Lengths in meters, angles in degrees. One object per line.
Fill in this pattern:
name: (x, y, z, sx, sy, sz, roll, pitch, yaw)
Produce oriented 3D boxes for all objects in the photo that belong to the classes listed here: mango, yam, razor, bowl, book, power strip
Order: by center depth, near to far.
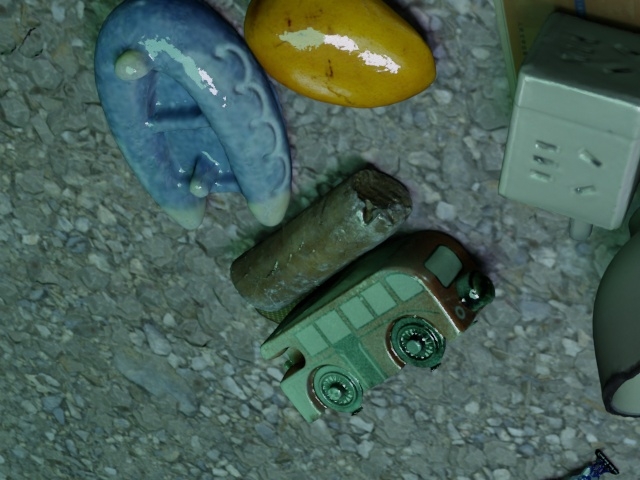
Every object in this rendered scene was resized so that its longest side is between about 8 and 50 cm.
bowl: (0.432, 0.036, 1.509, 0.354, 0.354, 0.185, -38, 59, 41)
power strip: (0.272, -0.103, 1.530, 0.140, 0.139, 0.224, 17, 132, 13)
book: (0.305, -0.213, 1.533, 0.242, 0.018, 0.170, 2, 126, 25)
mango: (0.023, -0.215, 1.605, 0.219, 0.112, 0.144, 24, 130, 2)
yam: (0.000, 0.000, 1.800, 0.093, 0.093, 0.259, 45, 131, -11)
razor: (0.320, 0.321, 1.934, 0.155, 0.028, 0.044, -30, 109, 38)

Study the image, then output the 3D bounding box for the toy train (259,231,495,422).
toy train: (0.072, 0.102, 1.814, 0.326, 0.129, 0.159, -34, 97, 39)

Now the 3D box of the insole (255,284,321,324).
insole: (0.026, 0.095, 1.916, 0.253, 0.005, 0.086, 7, 128, 21)

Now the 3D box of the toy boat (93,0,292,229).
toy boat: (-0.163, -0.138, 1.749, 0.215, 0.123, 0.330, 1, 127, 27)
